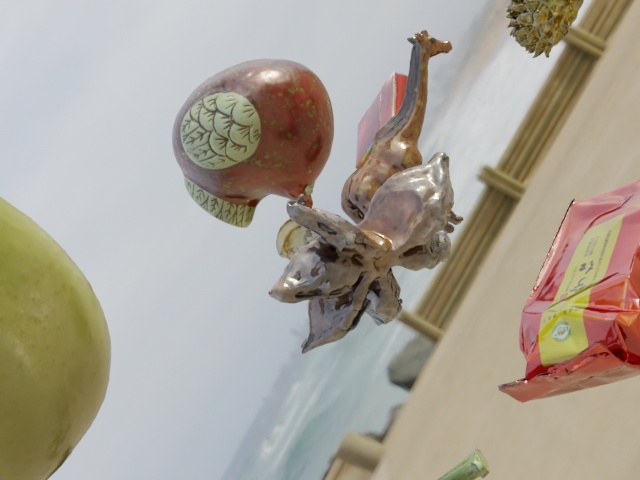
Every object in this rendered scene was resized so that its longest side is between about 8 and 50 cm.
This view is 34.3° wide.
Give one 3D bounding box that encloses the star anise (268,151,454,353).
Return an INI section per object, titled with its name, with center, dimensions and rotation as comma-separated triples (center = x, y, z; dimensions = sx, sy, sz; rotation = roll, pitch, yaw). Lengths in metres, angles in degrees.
[star anise]
center = 0.044, 0.021, 0.888
dimensions = 0.208, 0.063, 0.171
rotation = -18, -49, -40

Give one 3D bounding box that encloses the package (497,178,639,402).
[package]
center = 0.406, 0.066, 1.470
dimensions = 0.196, 0.123, 0.423
rotation = -27, 22, 46

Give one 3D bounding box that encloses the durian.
[durian]
center = 0.323, -0.375, 1.470
dimensions = 0.140, 0.078, 0.224
rotation = -156, 83, -78

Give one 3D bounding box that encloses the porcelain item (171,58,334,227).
[porcelain item]
center = -0.083, -0.131, 1.487
dimensions = 0.253, 0.253, 0.253
rotation = -61, -2, -4

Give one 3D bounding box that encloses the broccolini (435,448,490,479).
[broccolini]
center = 0.044, 0.380, 1.289
dimensions = 0.392, 0.079, 0.074
rotation = -37, 12, -2

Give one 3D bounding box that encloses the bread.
[bread]
center = 0.000, 0.000, 1.540
dimensions = 0.177, 0.119, 0.084
rotation = -58, -8, -80

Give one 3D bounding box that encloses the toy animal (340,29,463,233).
[toy animal]
center = 0.109, -0.112, 1.259
dimensions = 0.224, 0.229, 0.066
rotation = -33, 7, -10

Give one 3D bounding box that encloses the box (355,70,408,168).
[box]
center = 0.119, -0.218, 1.938
dimensions = 0.175, 0.048, 0.112
rotation = 126, 154, -52

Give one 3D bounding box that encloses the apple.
[apple]
center = -0.407, 0.119, 1.014
dimensions = 0.320, 0.312, 0.360
rotation = -48, -34, -35
